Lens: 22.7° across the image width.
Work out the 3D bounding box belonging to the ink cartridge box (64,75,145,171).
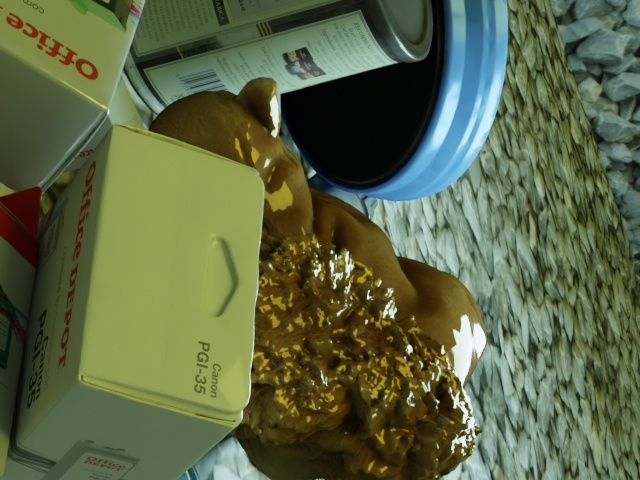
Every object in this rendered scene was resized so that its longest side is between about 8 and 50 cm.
[{"bbox_3d":[-0.217,-0.124,1.370,0.052,0.089,0.122,-66,139,-57],"label":"ink cartridge box"}]

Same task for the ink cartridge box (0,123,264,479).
[{"bbox_3d":[-0.158,0.080,1.122,0.117,0.283,0.207,19,53,-22],"label":"ink cartridge box"}]

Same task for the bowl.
[{"bbox_3d":[0.062,-0.237,1.815,0.077,0.391,0.391,-6,83,-33],"label":"bowl"}]

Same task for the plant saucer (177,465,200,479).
[{"bbox_3d":[-0.163,0.265,1.356,0.317,0.044,0.317,-12,90,-70],"label":"plant saucer"}]

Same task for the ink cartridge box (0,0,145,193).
[{"bbox_3d":[-0.241,-0.202,1.208,0.201,0.117,0.278,31,42,-21],"label":"ink cartridge box"}]

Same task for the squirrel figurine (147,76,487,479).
[{"bbox_3d":[-0.022,0.041,1.448,0.370,0.281,0.397,60,2,-23],"label":"squirrel figurine"}]

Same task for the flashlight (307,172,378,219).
[{"bbox_3d":[0.000,0.000,1.852,0.304,0.103,0.103,-45,147,-67],"label":"flashlight"}]

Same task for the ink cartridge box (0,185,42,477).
[{"bbox_3d":[-0.271,0.052,1.068,0.078,0.134,0.231,51,33,-48],"label":"ink cartridge box"}]

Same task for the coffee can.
[{"bbox_3d":[-0.049,-0.248,1.613,0.201,0.275,0.201,-12,90,-69],"label":"coffee can"}]
